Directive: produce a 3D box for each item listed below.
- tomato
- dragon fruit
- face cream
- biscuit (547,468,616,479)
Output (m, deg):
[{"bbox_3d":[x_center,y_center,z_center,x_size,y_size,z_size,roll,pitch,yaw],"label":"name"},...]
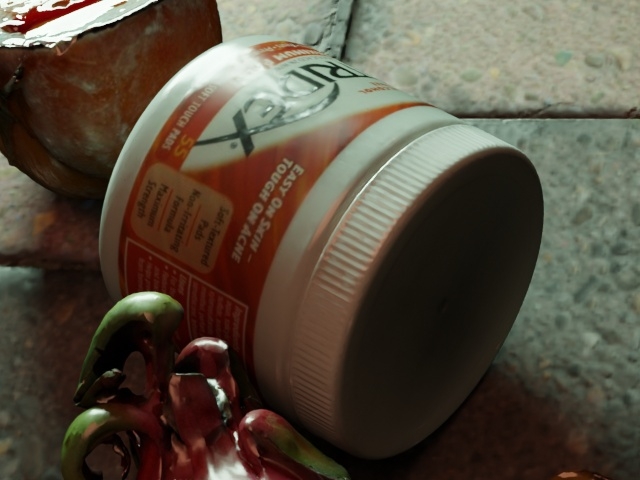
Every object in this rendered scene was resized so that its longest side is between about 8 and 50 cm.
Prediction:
[{"bbox_3d":[-0.161,-0.107,1.209,0.181,0.155,0.214,-33,33,-25],"label":"tomato"},{"bbox_3d":[-0.050,0.185,0.951,0.218,0.198,0.273,-4,52,-32],"label":"dragon fruit"},{"bbox_3d":[0.000,0.000,1.063,0.187,0.201,0.201,28,70,30],"label":"face cream"},{"bbox_3d":[0.149,0.241,0.962,0.203,0.041,0.260,-15,53,16],"label":"biscuit"}]
